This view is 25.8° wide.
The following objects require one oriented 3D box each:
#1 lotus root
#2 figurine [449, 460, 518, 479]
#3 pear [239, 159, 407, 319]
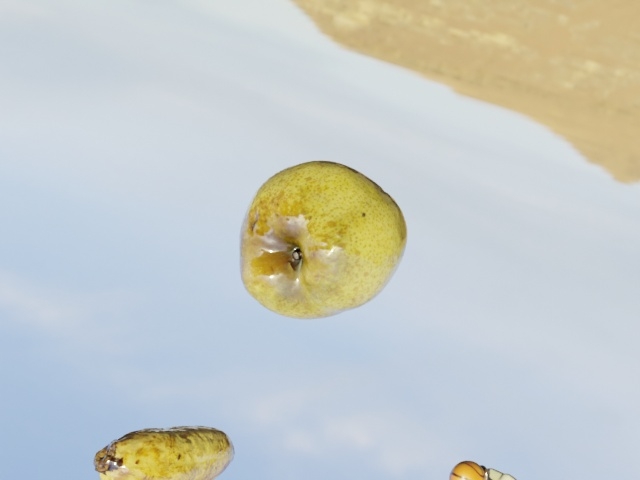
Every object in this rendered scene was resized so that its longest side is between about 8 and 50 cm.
[{"bbox_3d":[-0.216,0.322,2.036,0.258,0.110,0.097,0,-139,-51],"label":"lotus root"},{"bbox_3d":[0.239,0.424,2.158,0.133,0.176,0.236,30,-169,40],"label":"figurine"},{"bbox_3d":[0.000,0.000,1.396,0.167,0.167,0.136,22,-164,22],"label":"pear"}]
